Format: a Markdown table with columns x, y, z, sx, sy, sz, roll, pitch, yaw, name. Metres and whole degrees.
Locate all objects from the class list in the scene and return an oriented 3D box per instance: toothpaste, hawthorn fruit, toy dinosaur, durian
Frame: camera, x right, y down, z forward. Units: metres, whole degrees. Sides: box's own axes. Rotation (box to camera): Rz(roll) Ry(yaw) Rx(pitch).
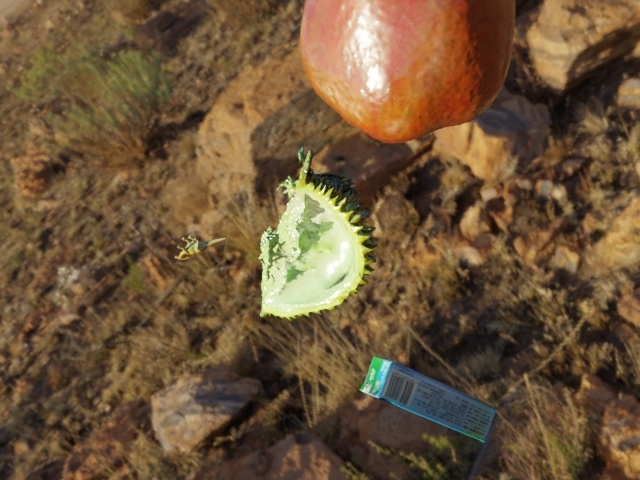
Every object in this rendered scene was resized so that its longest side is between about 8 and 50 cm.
| x | y | z | sx | sy | sz | roll | pitch | yaw | name |
| --- | --- | --- | --- | --- | --- | --- | --- | --- | --- |
| 0.186 | 0.269 | 1.267 | 0.050 | 0.267 | 0.065 | 4 | 70 | 56 | toothpaste |
| 0.119 | -0.275 | 0.975 | 0.295 | 0.295 | 0.311 | -61 | 5 | -37 | hawthorn fruit |
| -0.238 | 0.006 | 1.459 | 0.113 | 0.041 | 0.026 | -26 | 34 | 15 | toy dinosaur |
| 0.000 | 0.000 | 0.692 | 0.100 | 0.215 | 0.086 | -1 | 44 | -21 | durian |
